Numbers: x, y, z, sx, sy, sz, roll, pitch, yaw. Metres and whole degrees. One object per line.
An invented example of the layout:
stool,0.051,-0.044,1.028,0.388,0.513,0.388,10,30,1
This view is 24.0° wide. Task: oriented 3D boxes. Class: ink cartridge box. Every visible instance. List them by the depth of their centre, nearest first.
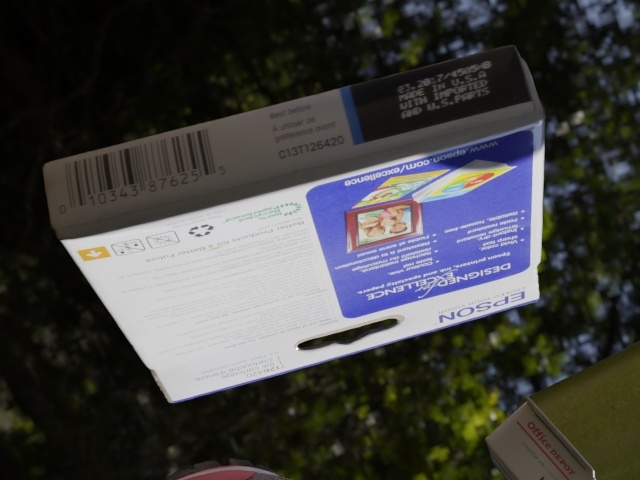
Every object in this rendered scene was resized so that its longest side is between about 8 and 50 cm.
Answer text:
ink cartridge box,0.104,0.106,0.708,0.028,0.083,0.048,-40,-111,-5
ink cartridge box,0.000,0.000,1.038,0.303,0.307,0.072,-15,-113,0

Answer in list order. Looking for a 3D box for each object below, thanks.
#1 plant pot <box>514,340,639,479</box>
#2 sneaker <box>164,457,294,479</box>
plant pot,0.345,0.210,1.535,0.253,0.276,0.276,-23,-160,27
sneaker,0.030,0.189,0.829,0.136,0.313,0.116,-8,-111,53
